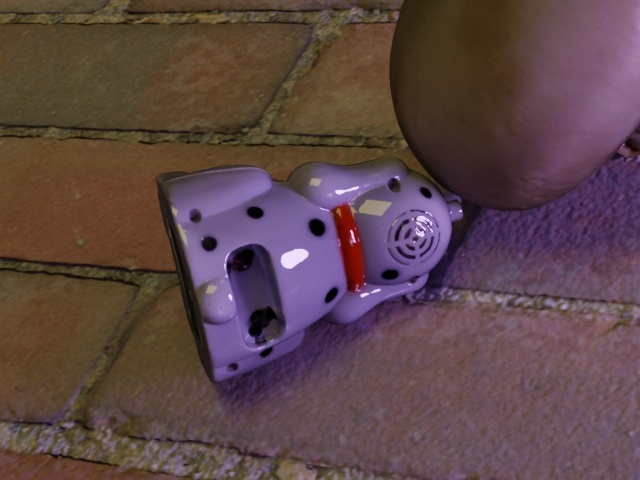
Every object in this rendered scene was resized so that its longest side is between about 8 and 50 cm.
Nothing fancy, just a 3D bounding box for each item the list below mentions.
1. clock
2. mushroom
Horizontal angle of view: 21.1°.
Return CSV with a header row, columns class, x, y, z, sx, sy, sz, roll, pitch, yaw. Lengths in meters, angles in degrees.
class,x,y,z,sx,sy,sz,roll,pitch,yaw
clock,-0.003,0.000,1.485,0.254,0.188,0.189,-18,37,-13
mushroom,0.230,-0.183,1.488,0.362,0.295,0.362,-56,12,17
